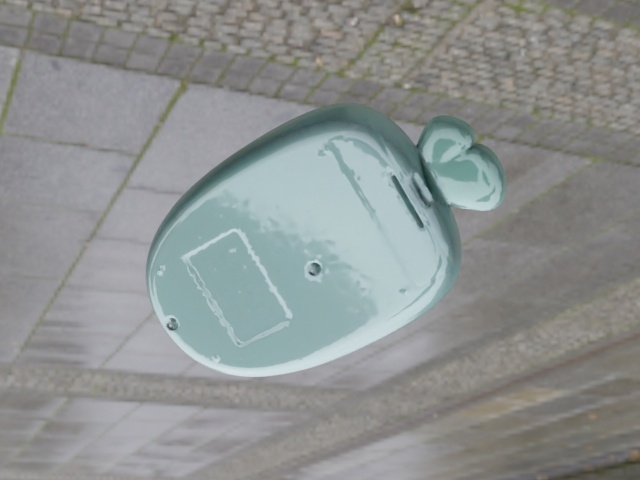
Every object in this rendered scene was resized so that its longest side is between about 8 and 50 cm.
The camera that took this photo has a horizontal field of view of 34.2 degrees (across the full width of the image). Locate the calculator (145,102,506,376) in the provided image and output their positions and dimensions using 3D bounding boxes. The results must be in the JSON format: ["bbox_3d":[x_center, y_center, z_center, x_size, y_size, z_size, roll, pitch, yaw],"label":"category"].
[{"bbox_3d":[0.000,0.000,0.415,0.153,0.095,0.021,-28,-169,16],"label":"calculator"}]
